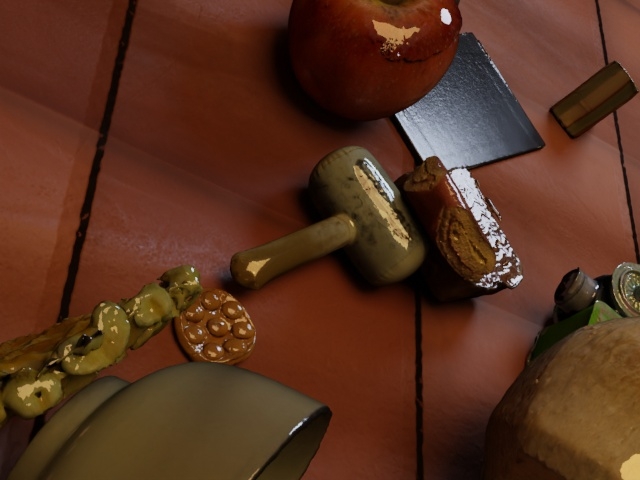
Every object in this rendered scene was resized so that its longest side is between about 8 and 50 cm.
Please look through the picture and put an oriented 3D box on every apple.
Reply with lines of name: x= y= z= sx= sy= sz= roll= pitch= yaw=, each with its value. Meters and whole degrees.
apple: x=0.073 y=-0.302 z=1.602 sx=0.252 sy=0.206 sz=0.272 roll=27 pitch=46 yaw=3

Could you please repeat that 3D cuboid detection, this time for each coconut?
coconut: x=0.406 y=0.265 z=1.310 sx=0.405 sy=0.404 sz=0.404 roll=21 pitch=50 yaw=-27

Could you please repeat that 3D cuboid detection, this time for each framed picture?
framed picture: x=0.225 y=-0.237 z=1.819 sx=0.339 sy=0.014 sz=0.255 roll=-19 pitch=73 yaw=-45

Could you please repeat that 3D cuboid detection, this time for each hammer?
hammer: x=0.000 y=0.000 z=1.412 sx=0.305 sy=0.113 sz=0.202 roll=-27 pitch=77 yaw=-41

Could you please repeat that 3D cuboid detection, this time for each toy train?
toy train: x=0.459 y=0.191 z=1.606 sx=0.307 sy=0.173 sz=0.249 roll=38 pitch=53 yaw=-12

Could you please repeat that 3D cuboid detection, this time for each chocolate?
chocolate: x=0.193 y=-0.002 z=1.570 sx=0.148 sy=0.093 sz=0.214 roll=-8 pitch=66 yaw=-40

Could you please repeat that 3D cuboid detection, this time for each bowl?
bowl: x=-0.165 y=0.243 z=0.959 sx=0.185 sy=0.354 sz=0.354 roll=34 pitch=42 yaw=12

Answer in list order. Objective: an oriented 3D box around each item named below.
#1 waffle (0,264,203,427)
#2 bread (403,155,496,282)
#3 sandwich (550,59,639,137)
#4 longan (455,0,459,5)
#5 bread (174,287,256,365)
waffle: x=-0.259 y=0.117 z=0.985 sx=0.317 sy=0.297 sz=0.073 roll=-26 pitch=94 yaw=-40
bread: x=0.165 y=-0.041 z=1.448 sx=0.192 sy=0.067 sz=0.119 roll=63 pitch=8 yaw=22
sandwich: x=0.523 y=-0.273 z=1.974 sx=0.079 sy=0.163 sz=0.113 roll=53 pitch=42 yaw=3
longan: x=0.156 y=-0.420 z=1.784 sx=0.185 sy=0.159 sz=0.204 roll=14 pitch=59 yaw=-41
bread: x=-0.126 y=0.106 z=1.287 sx=0.110 sy=0.024 sz=0.110 roll=21 pitch=49 yaw=-26
